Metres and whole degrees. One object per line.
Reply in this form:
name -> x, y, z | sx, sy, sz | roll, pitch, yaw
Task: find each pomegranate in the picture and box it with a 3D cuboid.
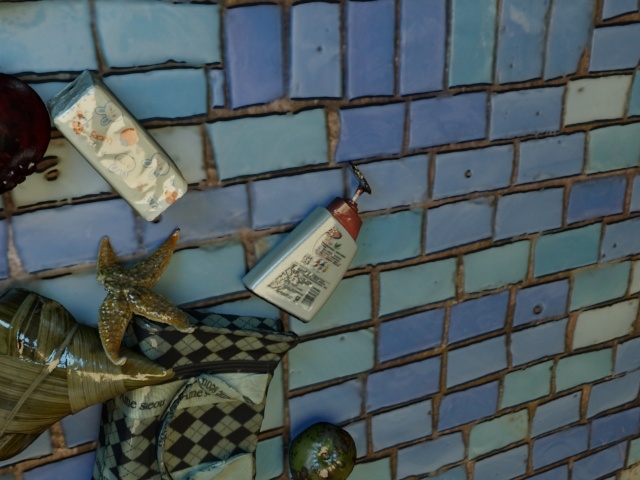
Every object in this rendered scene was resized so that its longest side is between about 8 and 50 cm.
pomegranate -> 0.014, 0.437, 1.376 | 0.138, 0.125, 0.163 | -47, 123, -18

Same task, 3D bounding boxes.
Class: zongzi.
zongzi -> -0.387, 0.242, 1.056 | 0.288, 0.134, 0.286 | 20, 113, -4

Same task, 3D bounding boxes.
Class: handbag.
handbag -> -0.213, 0.321, 1.210 | 0.316, 0.180, 0.417 | 5, 101, -35

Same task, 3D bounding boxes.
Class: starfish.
starfish -> -0.269, 0.085, 1.062 | 0.138, 0.248, 0.050 | -4, 140, -18

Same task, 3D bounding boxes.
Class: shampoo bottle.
shampoo bottle -> 0.000, 0.000, 1.240 | 0.153, 0.071, 0.284 | 35, 89, -29

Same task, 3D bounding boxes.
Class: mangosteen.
mangosteen -> -0.458, -0.154, 0.914 | 0.199, 0.200, 0.200 | -9, 112, -23

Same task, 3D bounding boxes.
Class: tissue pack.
tissue pack -> -0.291, -0.136, 1.003 | 0.092, 0.148, 0.196 | -42, 121, -3
